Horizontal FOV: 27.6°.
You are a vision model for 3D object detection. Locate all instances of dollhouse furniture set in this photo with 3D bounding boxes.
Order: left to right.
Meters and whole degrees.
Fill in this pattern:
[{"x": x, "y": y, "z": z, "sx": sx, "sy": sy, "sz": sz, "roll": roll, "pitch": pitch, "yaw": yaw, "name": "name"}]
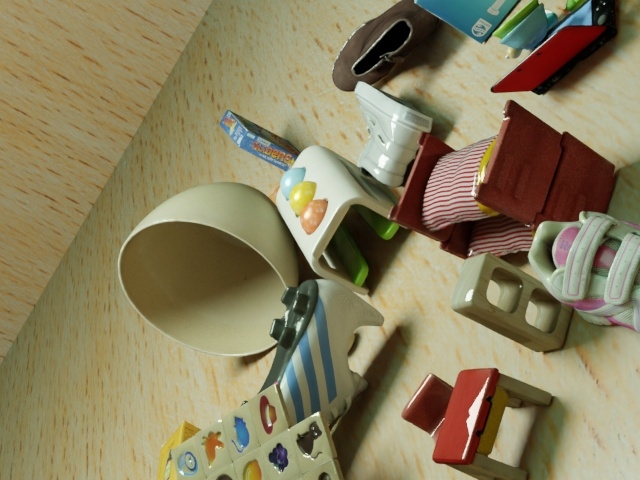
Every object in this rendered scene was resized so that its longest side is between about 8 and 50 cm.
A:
[{"x": 0.156, "y": 0.059, "z": 1.395, "sx": 0.201, "sy": 0.152, "sz": 0.374, "roll": -18, "pitch": 48, "yaw": 63, "name": "dollhouse furniture set"}]

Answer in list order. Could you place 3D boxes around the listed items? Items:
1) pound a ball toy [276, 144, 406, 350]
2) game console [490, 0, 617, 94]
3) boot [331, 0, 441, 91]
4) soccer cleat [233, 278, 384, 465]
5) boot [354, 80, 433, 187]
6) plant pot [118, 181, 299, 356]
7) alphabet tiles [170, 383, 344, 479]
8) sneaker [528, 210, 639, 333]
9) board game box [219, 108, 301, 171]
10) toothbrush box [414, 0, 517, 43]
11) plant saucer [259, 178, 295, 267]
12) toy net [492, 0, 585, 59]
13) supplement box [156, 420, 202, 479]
[{"x": 0.000, "y": 0.000, "z": 1.882, "sx": 0.208, "sy": 0.135, "sz": 0.319, "roll": -58, "pitch": 20, "yaw": 11, "name": "pound a ball toy"}, {"x": 0.279, "y": -0.245, "z": 1.575, "sx": 0.144, "sy": 0.085, "sz": 0.124, "roll": -39, "pitch": 35, "yaw": 47, "name": "game console"}, {"x": 0.079, "y": -0.294, "z": 2.030, "sx": 0.248, "sy": 0.090, "sz": 0.207, "roll": -38, "pitch": 5, "yaw": 32, "name": "boot"}, {"x": -0.022, "y": 0.214, "z": 1.666, "sx": 0.116, "sy": 0.143, "sz": 0.331, "roll": -136, "pitch": 67, "yaw": -73, "name": "soccer cleat"}, {"x": 0.085, "y": -0.156, "z": 1.935, "sx": 0.123, "sy": 0.095, "sz": 0.258, "roll": -65, "pitch": 14, "yaw": 9, "name": "boot"}, {"x": -0.153, "y": 0.016, "z": 2.062, "sx": 0.284, "sy": 0.284, "sz": 0.191, "roll": -43, "pitch": 17, "yaw": 43, "name": "plant pot"}, {"x": -0.081, "y": 0.348, "z": 1.575, "sx": 0.342, "sy": 0.011, "sz": 0.285, "roll": -36, "pitch": 63, "yaw": 40, "name": "alphabet tiles"}, {"x": 0.273, "y": 0.031, "z": 1.204, "sx": 0.103, "sy": 0.111, "sz": 0.252, "roll": -66, "pitch": 20, "yaw": -10, "name": "sneaker"}, {"x": -0.101, "y": -0.174, "z": 2.348, "sx": 0.035, "sy": 0.136, "sz": 0.201, "roll": -61, "pitch": 21, "yaw": 8, "name": "board game box"}, {"x": 0.260, "y": -0.464, "z": 1.847, "sx": 0.295, "sy": 0.126, "sz": 0.216, "roll": -48, "pitch": 24, "yaw": 31, "name": "toothbrush box"}, {"x": -0.081, "y": -0.015, "z": 2.243, "sx": 0.200, "sy": 0.037, "sz": 0.200, "roll": -51, "pitch": 22, "yaw": 31, "name": "plant saucer"}, {"x": 0.267, "y": -0.276, "z": 1.610, "sx": 0.122, "sy": 0.045, "sz": 0.232, "roll": -42, "pitch": 2, "yaw": 7, "name": "toy net"}, {"x": -0.205, "y": 0.388, "z": 1.980, "sx": 0.078, "sy": 0.080, "sz": 0.233, "roll": -50, "pitch": 25, "yaw": 29, "name": "supplement box"}]
